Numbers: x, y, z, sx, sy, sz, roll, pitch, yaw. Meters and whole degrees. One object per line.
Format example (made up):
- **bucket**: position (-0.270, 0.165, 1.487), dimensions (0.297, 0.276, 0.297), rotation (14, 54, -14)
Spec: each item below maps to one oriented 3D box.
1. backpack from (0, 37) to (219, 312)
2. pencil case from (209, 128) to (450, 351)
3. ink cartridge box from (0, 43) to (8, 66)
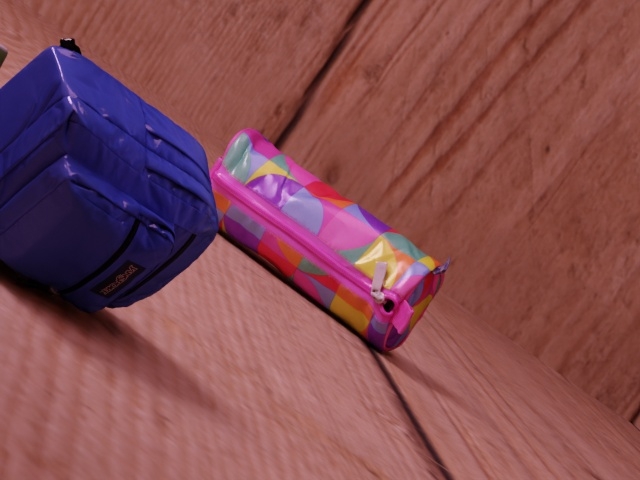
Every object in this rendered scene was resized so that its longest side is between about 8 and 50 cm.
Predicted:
- **backpack**: position (-0.111, -0.016, 0.931), dimensions (0.120, 0.098, 0.101), rotation (32, 34, -43)
- **pencil case**: position (0.000, 0.000, 1.681), dimensions (0.236, 0.104, 0.104), rotation (35, 4, 16)
- **ink cartridge box**: position (-0.267, -0.119, 0.967), dimensions (0.209, 0.062, 0.109), rotation (26, -2, 38)
